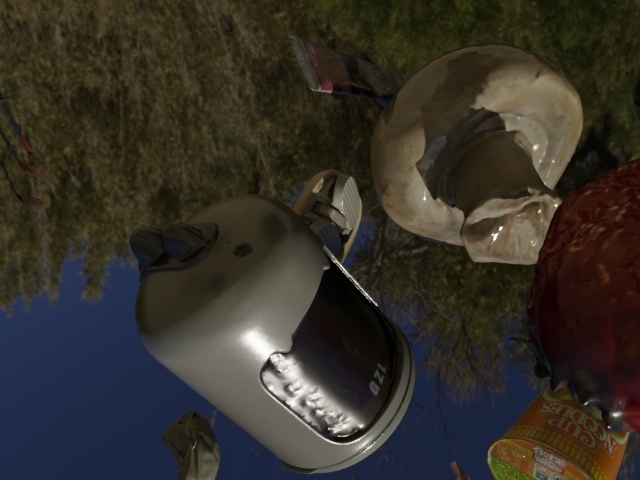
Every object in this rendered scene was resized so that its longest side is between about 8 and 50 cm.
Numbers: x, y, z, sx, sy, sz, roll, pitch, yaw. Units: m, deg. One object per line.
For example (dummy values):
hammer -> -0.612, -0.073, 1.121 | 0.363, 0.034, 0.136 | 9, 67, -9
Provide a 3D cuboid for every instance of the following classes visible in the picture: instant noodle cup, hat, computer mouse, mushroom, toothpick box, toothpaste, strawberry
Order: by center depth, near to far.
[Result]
strawberry -> 0.302, 0.034, 0.475 | 0.257, 0.257, 0.277 | 36, -82, 49
toothpick box -> -0.065, 0.088, 0.652 | 0.228, 0.316, 0.229 | -27, -145, 21
mushroom -> 0.227, -0.100, 0.803 | 0.297, 0.298, 0.290 | -21, -139, -4
instant noodle cup -> 0.346, 0.270, 0.825 | 0.168, 0.169, 0.185 | 18, -136, 39
computer mouse -> 0.000, 0.000, 0.827 | 0.081, 0.236, 0.145 | 28, -113, 6
toothpaste -> 0.061, -0.246, 0.919 | 0.061, 0.266, 0.096 | -38, -115, 36
hat -> -0.209, 0.441, 1.101 | 0.149, 0.245, 0.214 | -38, -154, 9

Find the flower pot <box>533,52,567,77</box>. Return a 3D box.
flower pot -> 0.456, -0.297, 1.310 | 0.189, 0.157, 0.243 | 5, -120, -18

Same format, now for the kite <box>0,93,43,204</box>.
kite -> -0.253, -0.092, 0.458 | 0.016, 0.229, 0.127 | -8, -111, -11

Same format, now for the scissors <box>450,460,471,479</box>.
scissors -> 0.324, 0.554, 1.084 | 0.024, 0.318, 0.160 | -32, -177, 14

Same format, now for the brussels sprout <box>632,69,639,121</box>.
brussels sprout -> 0.727, -0.263, 1.154 | 0.210, 0.272, 0.219 | -10, -178, -40
